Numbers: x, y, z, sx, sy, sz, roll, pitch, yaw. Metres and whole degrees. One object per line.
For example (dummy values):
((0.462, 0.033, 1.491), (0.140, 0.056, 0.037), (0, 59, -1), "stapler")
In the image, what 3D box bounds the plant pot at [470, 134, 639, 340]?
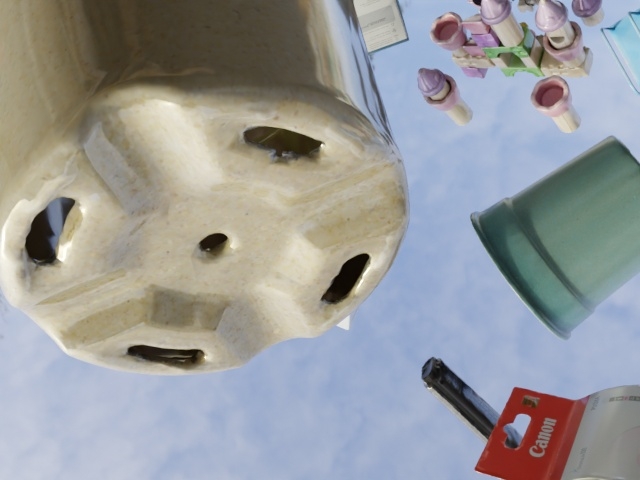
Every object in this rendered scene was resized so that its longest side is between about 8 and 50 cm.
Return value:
((0.555, -0.022, 1.519), (0.334, 0.341, 0.341), (-39, -134, 19), "plant pot")

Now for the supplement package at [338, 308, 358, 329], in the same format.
((0.000, 0.000, 1.268), (0.199, 0.263, 0.198), (22, -111, 10), "supplement package")

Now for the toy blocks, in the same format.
((0.331, -0.384, 1.292), (0.288, 0.260, 0.309), (11, -101, 39), "toy blocks")

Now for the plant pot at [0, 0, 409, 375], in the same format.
((-0.091, -0.097, 0.478), (0.333, 0.334, 0.306), (-18, -130, -3), "plant pot")

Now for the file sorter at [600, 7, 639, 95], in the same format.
((0.493, -0.289, 0.987), (0.170, 0.118, 0.104), (-30, 177, 35), "file sorter")

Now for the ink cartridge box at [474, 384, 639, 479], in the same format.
((0.316, 0.223, 0.816), (0.232, 0.066, 0.189), (14, -152, 25), "ink cartridge box")

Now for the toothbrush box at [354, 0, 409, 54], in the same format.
((0.030, -0.458, 1.388), (0.216, 0.126, 0.296), (-19, -142, 7), "toothbrush box")

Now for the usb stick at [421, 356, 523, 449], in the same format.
((0.275, 0.306, 1.208), (0.045, 0.278, 0.077), (-42, -171, 27), "usb stick")
